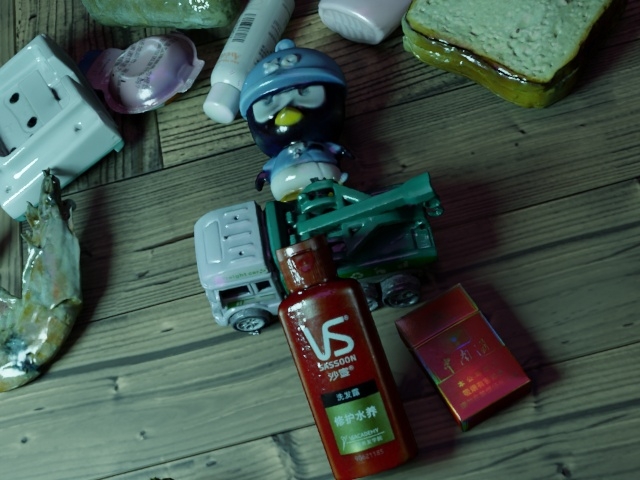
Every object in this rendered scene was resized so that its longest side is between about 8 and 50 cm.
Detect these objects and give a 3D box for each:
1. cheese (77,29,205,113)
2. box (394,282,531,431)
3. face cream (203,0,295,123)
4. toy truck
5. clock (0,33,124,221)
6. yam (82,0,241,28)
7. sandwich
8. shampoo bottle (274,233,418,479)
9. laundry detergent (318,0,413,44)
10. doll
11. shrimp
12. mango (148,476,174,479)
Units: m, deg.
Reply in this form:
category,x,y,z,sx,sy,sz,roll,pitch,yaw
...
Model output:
category,x,y,z,sx,sy,sz,roll,pitch,yaw
cheese,-0.325,-0.294,1.662,0.286,0.074,0.189,7,59,31
box,0.192,0.156,1.299,0.112,0.048,0.175,-30,58,-6
face cream,-0.125,-0.317,1.627,0.082,0.082,0.269,13,63,19
toy truck,0.000,0.004,1.360,0.363,0.178,0.176,-14,58,7
clock,-0.489,-0.202,1.604,0.231,0.116,0.262,-37,59,0
yam,-0.285,-0.431,1.680,0.330,0.133,0.133,12,63,26
sandwich,0.311,-0.361,1.551,0.301,0.099,0.271,31,75,23
shampoo bottle,0.024,0.149,1.234,0.118,0.076,0.314,-18,91,14
laundry detergent,0.141,-0.487,1.666,0.159,0.088,0.335,28,69,26
doll,-0.037,-0.189,1.499,0.177,0.141,0.314,-15,61,9
shrimp,-0.473,0.053,1.471,0.247,0.085,0.360,5,73,15
mango,-0.254,0.412,1.202,0.262,0.130,0.167,-31,63,1
